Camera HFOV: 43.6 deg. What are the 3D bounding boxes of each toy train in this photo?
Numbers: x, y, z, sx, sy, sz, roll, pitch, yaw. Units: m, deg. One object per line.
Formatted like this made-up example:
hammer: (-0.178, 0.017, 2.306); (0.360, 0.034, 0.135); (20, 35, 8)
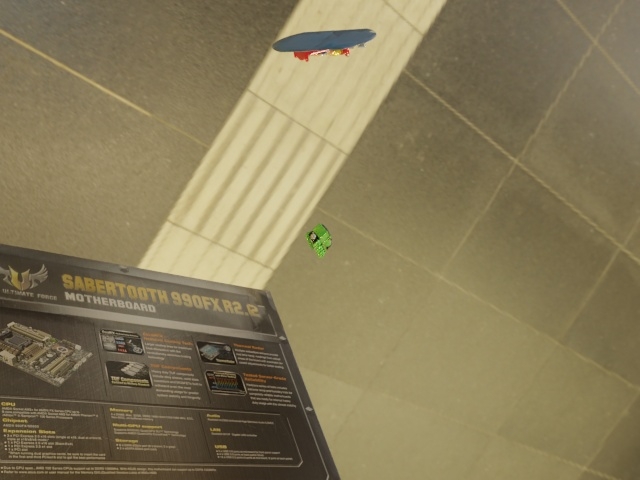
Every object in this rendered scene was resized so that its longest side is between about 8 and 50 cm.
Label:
toy train: (0.000, 0.000, 0.816); (0.024, 0.017, 0.083); (-42, 169, -4)

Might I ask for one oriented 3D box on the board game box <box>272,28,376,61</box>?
board game box: (0.007, -0.308, 1.289); (0.133, 0.169, 0.033); (-58, 145, -57)

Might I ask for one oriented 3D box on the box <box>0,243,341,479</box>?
box: (-0.110, 0.095, 0.457); (0.231, 0.183, 0.056); (13, 127, -37)
